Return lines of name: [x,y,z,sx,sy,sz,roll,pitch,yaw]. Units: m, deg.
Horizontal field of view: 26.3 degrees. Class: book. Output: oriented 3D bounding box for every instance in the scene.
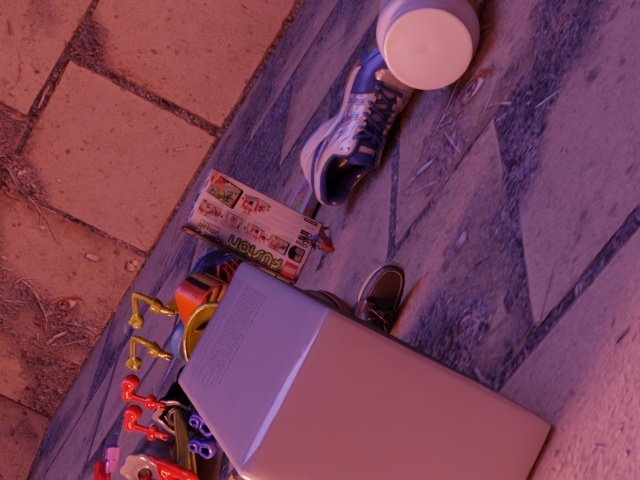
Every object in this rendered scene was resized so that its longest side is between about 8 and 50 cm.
book: [-0.023,-0.071,2.414,0.096,0.035,0.144,-36,26,59]

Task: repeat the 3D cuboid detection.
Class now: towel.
towel: [-0.218,0.351,2.218,0.237,0.021,0.102,-143,45,-77]

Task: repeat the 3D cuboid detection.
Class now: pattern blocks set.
pattern blocks set: [-0.291,0.451,1.937,0.285,0.026,0.325,128,140,-65]

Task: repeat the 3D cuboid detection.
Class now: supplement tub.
supplement tub: [0.152,-0.312,1.942,0.144,0.144,0.200,-55,15,30]

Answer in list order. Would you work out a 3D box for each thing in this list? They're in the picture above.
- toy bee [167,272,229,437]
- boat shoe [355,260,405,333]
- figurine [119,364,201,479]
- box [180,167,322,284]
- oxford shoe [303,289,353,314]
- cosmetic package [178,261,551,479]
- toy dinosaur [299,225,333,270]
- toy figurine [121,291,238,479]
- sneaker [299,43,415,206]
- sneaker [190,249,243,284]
toy bee: [-0.168,0.153,2.237,0.162,0.195,0.298,-42,-15,-40]
boat shoe: [0.066,0.099,1.665,0.049,0.056,0.152,-112,40,-67]
figurine: [-0.265,0.326,2.459,0.215,0.092,0.209,-58,5,22]
box: [-0.113,-0.022,2.256,0.114,0.207,0.036,-65,13,-11]
oxford shoe: [-0.036,0.142,1.786,0.123,0.130,0.348,-58,13,18]
cosmetic package: [0.017,0.155,1.330,0.161,0.230,0.453,-62,13,-2]
toy dinosaur: [0.000,0.000,2.154,0.082,0.047,0.090,-3,48,54]
toy figurine: [-0.149,0.194,1.956,0.217,0.191,0.362,-45,-36,-56]
sneaker: [0.078,-0.175,2.114,0.296,0.112,0.131,-56,31,32]
sneaker: [-0.126,0.035,2.312,0.221,0.083,0.087,-31,7,-32]
